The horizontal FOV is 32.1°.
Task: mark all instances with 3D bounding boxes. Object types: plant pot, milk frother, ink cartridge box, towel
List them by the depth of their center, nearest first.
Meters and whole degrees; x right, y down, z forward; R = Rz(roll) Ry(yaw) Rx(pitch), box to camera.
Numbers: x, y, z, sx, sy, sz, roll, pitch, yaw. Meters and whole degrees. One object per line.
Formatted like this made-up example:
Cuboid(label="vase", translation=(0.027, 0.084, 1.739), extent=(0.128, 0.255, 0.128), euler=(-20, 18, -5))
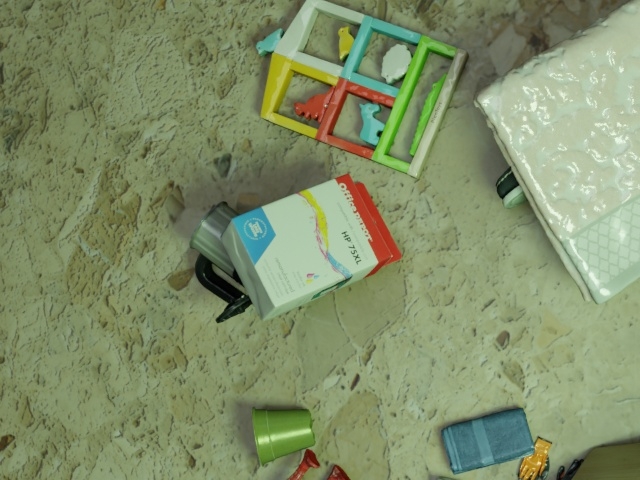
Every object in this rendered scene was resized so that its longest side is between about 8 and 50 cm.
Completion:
Cuboid(label="towel", translation=(0.404, -0.129, 1.397), extent=(0.332, 0.053, 0.317), euler=(-30, 98, -5))
Cuboid(label="ink cartridge box", translation=(0.000, 0.000, 1.501), extent=(0.231, 0.078, 0.134), euler=(-23, 79, -23))
Cuboid(label="towel", translation=(0.226, 0.270, 1.501), extent=(0.119, 0.029, 0.067), euler=(-18, 71, 14))
Cuboid(label="milk frother", translation=(-0.128, 0.036, 1.550), extent=(0.135, 0.143, 0.129), euler=(36, 102, 11))
Cuboid(label="plant pot", translation=(-0.049, 0.267, 1.551), extent=(0.079, 0.083, 0.083), euler=(-9, 83, 1))

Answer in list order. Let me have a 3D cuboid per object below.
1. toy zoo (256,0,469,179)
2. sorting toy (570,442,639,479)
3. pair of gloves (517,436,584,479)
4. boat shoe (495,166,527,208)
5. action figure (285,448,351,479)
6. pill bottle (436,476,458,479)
Cuboid(label="toy zoo", translation=(0.041, -0.228, 1.589), extent=(0.293, 0.030, 0.192), euler=(22, 91, 15))
Cuboid(label="sorting toy", translation=(0.403, 0.339, 1.311), extent=(0.257, 0.255, 0.089), euler=(-16, 104, 41))
Cuboid(label="pair of gloves", translation=(0.309, 0.312, 1.489), extent=(0.083, 0.010, 0.074), euler=(28, 92, 13))
Cuboid(label="boat shoe", translation=(0.340, -0.162, 1.476), extent=(0.302, 0.114, 0.091), euler=(-38, 78, -4))
Cuboid(label="action figure", translation=(-0.061, 0.434, 1.504), extent=(0.091, 0.139, 0.280), euler=(33, 97, -22))
Cuboid(label="pill bottle", translation=(0.169, 0.365, 1.502), extent=(0.043, 0.043, 0.083), euler=(11, 88, 14))
